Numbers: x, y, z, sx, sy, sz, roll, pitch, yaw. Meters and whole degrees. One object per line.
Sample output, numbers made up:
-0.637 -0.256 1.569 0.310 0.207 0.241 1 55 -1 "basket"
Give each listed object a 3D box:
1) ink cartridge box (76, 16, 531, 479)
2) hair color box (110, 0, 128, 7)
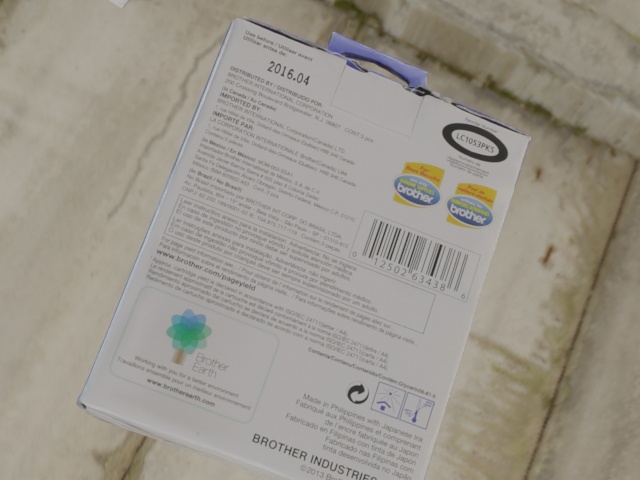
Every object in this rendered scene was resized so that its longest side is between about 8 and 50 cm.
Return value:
0.000 0.000 0.870 0.270 0.151 0.396 21 -104 -7 "ink cartridge box"
-0.066 -0.160 0.390 0.072 0.141 0.043 27 -135 -25 "hair color box"
